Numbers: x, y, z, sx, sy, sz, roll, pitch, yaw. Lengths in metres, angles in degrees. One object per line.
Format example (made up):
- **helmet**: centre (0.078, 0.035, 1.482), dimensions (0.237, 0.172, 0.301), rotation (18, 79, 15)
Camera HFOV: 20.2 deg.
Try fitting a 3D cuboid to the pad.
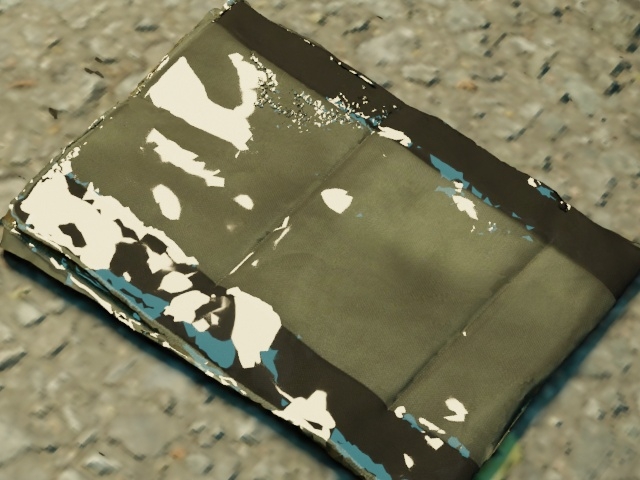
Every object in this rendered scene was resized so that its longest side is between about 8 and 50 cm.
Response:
- **pad**: centre (0.000, 0.000, 0.762), dimensions (0.233, 0.022, 0.174), rotation (33, 58, 17)
